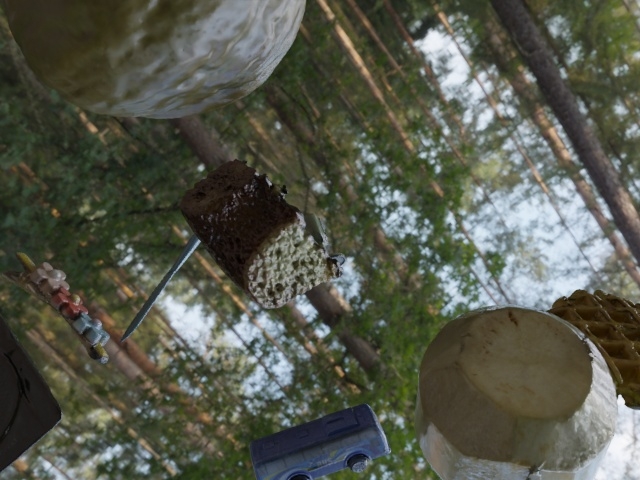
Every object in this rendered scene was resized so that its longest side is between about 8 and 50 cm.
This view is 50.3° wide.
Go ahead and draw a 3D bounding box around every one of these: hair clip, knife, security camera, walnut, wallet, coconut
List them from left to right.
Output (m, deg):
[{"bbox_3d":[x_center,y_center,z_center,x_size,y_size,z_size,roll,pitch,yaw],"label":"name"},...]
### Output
[{"bbox_3d":[-0.599,0.258,1.141,0.247,0.041,0.323,-41,-117,-8],"label":"wallet"},{"bbox_3d":[-0.362,0.086,0.959,0.056,0.214,0.062,-54,164,2],"label":"hair clip"},{"bbox_3d":[-0.141,-0.232,0.604,0.283,0.283,0.227,-33,-141,21],"label":"walnut"},{"bbox_3d":[-0.284,0.067,1.262,0.044,0.019,0.313,-23,-152,41],"label":"knife"},{"bbox_3d":[0.000,0.000,1.047,0.058,0.058,0.092,-32,-118,24],"label":"security camera"},{"bbox_3d":[0.295,0.263,1.066,0.323,0.323,0.323,-35,-159,16],"label":"coconut"}]

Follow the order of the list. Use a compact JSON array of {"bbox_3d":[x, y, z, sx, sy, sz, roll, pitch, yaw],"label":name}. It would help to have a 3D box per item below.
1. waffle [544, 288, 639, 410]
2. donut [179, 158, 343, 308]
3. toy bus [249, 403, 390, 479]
[{"bbox_3d":[0.589,0.207,1.280,0.379,0.095,0.382,24,-152,33],"label":"waffle"},{"bbox_3d":[-0.084,-0.003,0.887,0.126,0.187,0.144,-37,-158,-24],"label":"donut"},{"bbox_3d":[-0.002,0.359,1.173,0.236,0.094,0.079,-18,-147,-5],"label":"toy bus"}]
